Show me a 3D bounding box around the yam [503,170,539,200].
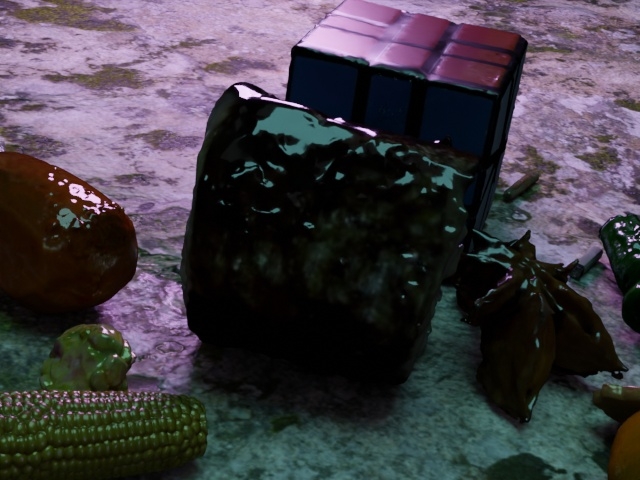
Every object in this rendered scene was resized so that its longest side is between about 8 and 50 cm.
[{"bbox_3d":[0.315,-0.086,1.808,0.021,0.021,0.116,23,29,24],"label":"yam"}]

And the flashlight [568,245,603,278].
[{"bbox_3d":[0.370,0.031,1.609,0.018,0.018,0.083,25,32,25],"label":"flashlight"}]

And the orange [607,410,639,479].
[{"bbox_3d":[0.359,0.226,1.127,0.157,0.134,0.156,-1,40,1],"label":"orange"}]

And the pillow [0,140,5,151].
[{"bbox_3d":[-0.479,-0.073,1.521,0.148,0.050,0.229,-8,32,-17],"label":"pillow"}]

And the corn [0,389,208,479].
[{"bbox_3d":[-0.233,0.183,1.072,0.260,0.091,0.091,-1,8,-25],"label":"corn"}]

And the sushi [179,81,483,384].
[{"bbox_3d":[0.002,0.001,1.261,0.294,0.299,0.281,13,14,0],"label":"sushi"}]

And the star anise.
[{"bbox_3d":[0.239,0.076,1.369,0.237,0.148,0.346,28,22,-12],"label":"star anise"}]

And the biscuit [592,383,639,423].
[{"bbox_3d":[0.392,0.187,1.236,0.184,0.133,0.027,1,64,34],"label":"biscuit"}]

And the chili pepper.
[{"bbox_3d":[0.442,0.056,1.509,0.136,0.099,0.270,34,22,-5],"label":"chili pepper"}]

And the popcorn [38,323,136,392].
[{"bbox_3d":[-0.236,0.133,1.175,0.109,0.089,0.097,23,65,41],"label":"popcorn"}]

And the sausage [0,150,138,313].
[{"bbox_3d":[-0.332,-0.014,1.339,0.268,0.153,0.141,27,22,30],"label":"sausage"}]

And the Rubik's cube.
[{"bbox_3d":[0.111,-0.147,1.585,0.284,0.288,0.293,15,30,13],"label":"Rubik's cube"}]
